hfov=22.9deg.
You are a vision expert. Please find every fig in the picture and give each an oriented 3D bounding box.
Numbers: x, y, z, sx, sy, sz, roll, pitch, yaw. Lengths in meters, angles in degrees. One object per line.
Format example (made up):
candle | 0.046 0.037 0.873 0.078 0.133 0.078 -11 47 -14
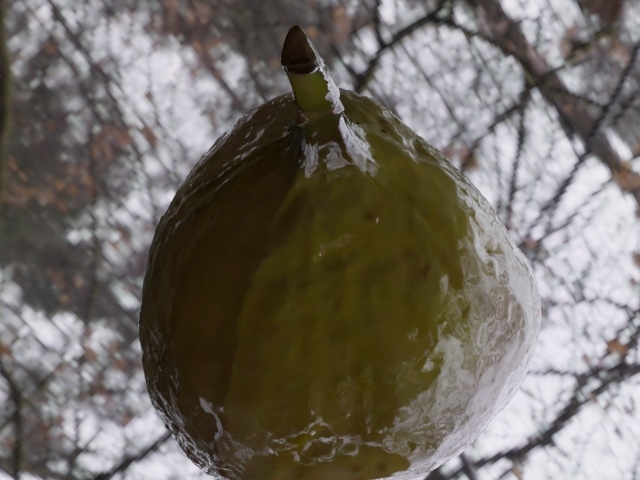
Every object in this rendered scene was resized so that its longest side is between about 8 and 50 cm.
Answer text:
fig | 0.000 0.000 0.568 0.159 0.257 0.159 -1 -116 2
